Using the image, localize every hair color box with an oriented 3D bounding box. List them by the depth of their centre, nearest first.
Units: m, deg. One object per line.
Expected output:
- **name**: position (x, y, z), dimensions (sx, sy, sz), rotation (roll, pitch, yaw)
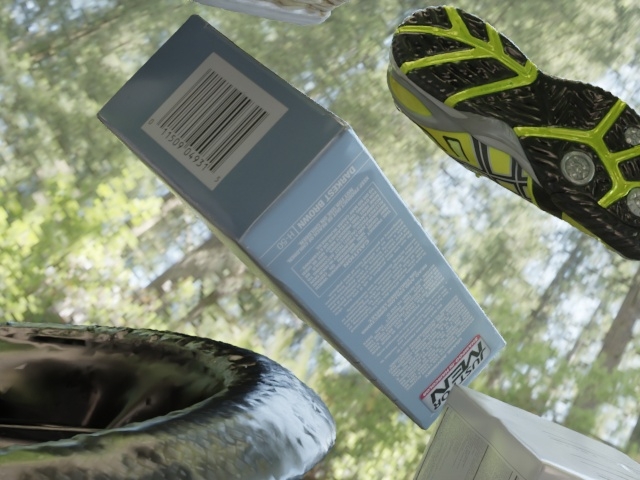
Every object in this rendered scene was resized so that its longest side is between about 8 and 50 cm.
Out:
- **hair color box**: position (0.000, 0.000, 1.032), dimensions (0.113, 0.374, 0.185), rotation (-46, -126, -5)

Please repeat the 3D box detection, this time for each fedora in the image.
- **fedora**: position (-0.157, 0.123, 0.484), dimensions (0.334, 0.334, 0.153), rotation (2, -84, 26)

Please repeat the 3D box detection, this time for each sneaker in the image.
- **sneaker**: position (0.242, -0.114, 1.452), dimensions (0.384, 0.145, 0.147), rotation (41, -19, 10)

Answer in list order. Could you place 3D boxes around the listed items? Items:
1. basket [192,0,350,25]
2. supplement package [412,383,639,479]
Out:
- **basket**: position (-0.064, -0.376, 0.988), dimensions (0.266, 0.331, 0.328), rotation (-9, -104, 56)
- **supplement package**: position (0.131, 0.186, 0.735), dimensions (0.133, 0.244, 0.139), rotation (23, -89, -5)
